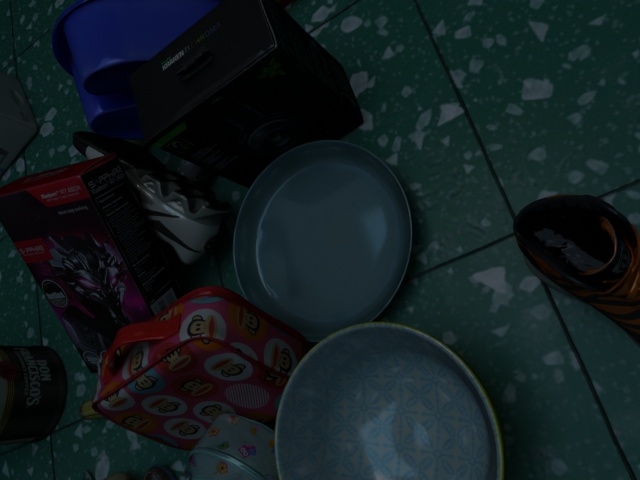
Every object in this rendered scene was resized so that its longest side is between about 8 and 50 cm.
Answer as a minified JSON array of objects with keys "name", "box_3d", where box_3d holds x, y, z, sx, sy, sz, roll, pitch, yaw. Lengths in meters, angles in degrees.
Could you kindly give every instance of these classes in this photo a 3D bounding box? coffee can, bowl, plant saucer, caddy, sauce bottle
[{"name":"coffee can","box_3d":[-0.675,0.301,1.074,0.202,0.275,0.201,-7,76,29]},{"name":"bowl","box_3d":[0.101,0.254,0.706,0.290,0.156,0.289,-7,75,28]},{"name":"plant saucer","box_3d":[0.000,0.000,0.882,0.318,0.044,0.317,-5,80,28]},{"name":"caddy","box_3d":[-0.274,-0.311,0.963,0.241,0.342,0.179,127,131,-62]},{"name":"sauce bottle","box_3d":[-0.396,0.310,1.049,0.128,0.042,0.042,-16,71,24]}]

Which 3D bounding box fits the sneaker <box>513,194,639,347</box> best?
[{"name":"sneaker","box_3d":[0.347,0.052,0.596,0.321,0.180,0.124,28,93,32]}]

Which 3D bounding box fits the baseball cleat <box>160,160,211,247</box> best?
[{"name":"baseball cleat","box_3d":[-0.240,-0.074,1.040,0.109,0.072,0.205,48,113,23]}]

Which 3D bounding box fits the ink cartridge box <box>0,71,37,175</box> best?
[{"name":"ink cartridge box","box_3d":[-0.887,-0.265,1.415,0.306,0.131,0.226,-44,61,16]}]

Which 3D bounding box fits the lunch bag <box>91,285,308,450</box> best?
[{"name":"lunch bag","box_3d":[-0.189,0.193,0.814,0.293,0.258,0.120,-33,39,27]}]

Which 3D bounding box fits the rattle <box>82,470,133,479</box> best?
[{"name":"rattle","box_3d":[-0.381,0.497,1.004,0.200,0.143,0.130,-25,34,39]}]

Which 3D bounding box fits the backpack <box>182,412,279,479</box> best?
[{"name":"backpack","box_3d":[-0.111,0.343,0.772,0.166,0.144,0.188,20,120,21]}]

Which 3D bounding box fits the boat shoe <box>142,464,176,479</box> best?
[{"name":"boat shoe","box_3d":[-0.270,0.469,0.921,0.066,0.066,0.183,-21,71,17]}]

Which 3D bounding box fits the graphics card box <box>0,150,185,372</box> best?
[{"name":"graphics card box","box_3d":[-0.369,0.056,0.943,0.233,0.094,0.370,-7,116,27]}]

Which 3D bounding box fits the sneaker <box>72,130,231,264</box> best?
[{"name":"sneaker","box_3d":[-0.322,-0.074,0.971,0.331,0.122,0.146,34,110,18]}]

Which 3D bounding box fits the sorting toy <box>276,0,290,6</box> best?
[{"name":"sorting toy","box_3d":[-0.180,-0.516,1.087,0.257,0.089,0.255,-27,66,23]}]

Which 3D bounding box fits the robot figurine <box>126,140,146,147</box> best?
[{"name":"robot figurine","box_3d":[-0.401,-0.212,1.157,0.115,0.067,0.101,-36,55,18]}]

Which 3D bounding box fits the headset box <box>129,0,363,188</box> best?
[{"name":"headset box","box_3d":[-0.112,-0.224,0.866,0.247,0.283,0.131,-28,66,21]}]
